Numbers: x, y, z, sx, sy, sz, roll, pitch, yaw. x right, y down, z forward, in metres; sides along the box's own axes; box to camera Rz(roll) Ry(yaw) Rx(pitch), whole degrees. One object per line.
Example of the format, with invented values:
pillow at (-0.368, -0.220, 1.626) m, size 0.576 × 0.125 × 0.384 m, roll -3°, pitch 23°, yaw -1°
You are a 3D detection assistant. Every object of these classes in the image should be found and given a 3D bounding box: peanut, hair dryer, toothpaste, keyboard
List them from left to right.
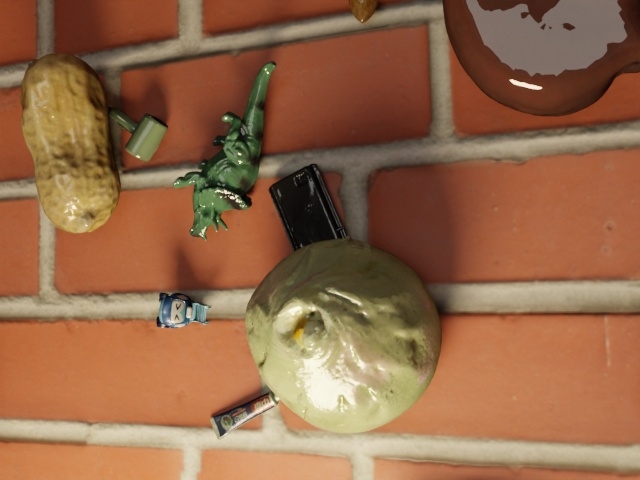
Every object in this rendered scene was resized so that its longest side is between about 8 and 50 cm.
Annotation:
peanut at (-0.412, -0.157, 1.221) m, size 0.142 × 0.159 × 0.292 m, roll -12°, pitch 93°, yaw -8°
hair dryer at (-0.325, -0.198, 1.248) m, size 0.150 × 0.047 × 0.071 m, roll 37°, pitch 97°, yaw 29°
toothpaste at (-0.113, 0.266, 1.141) m, size 0.139 × 0.021 × 0.037 m, roll -30°, pitch 72°, yaw 18°
keyboard at (0.000, 0.000, 1.117) m, size 0.093 × 0.025 × 0.230 m, roll -26°, pitch 78°, yaw 18°

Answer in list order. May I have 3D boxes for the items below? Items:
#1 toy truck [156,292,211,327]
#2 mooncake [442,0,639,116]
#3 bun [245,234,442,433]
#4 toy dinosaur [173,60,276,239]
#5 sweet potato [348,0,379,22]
toy truck at (-0.208, 0.112, 1.158) m, size 0.090 × 0.073 × 0.056 m, roll 3°, pitch 87°, yaw 21°
mooncake at (0.317, -0.342, 0.949) m, size 0.333 × 0.174 × 0.326 m, roll -25°, pitch 81°, yaw 14°
bun at (0.021, 0.139, 1.001) m, size 0.283 × 0.179 × 0.284 m, roll 3°, pitch 100°, yaw 17°
toy dinosaur at (-0.148, -0.142, 1.156) m, size 0.119 × 0.079 × 0.292 m, roll 15°, pitch 94°, yaw 15°
sweet potato at (0.082, -0.499, 1.089) m, size 0.114 × 0.092 × 0.342 m, roll 21°, pitch 94°, yaw 3°
